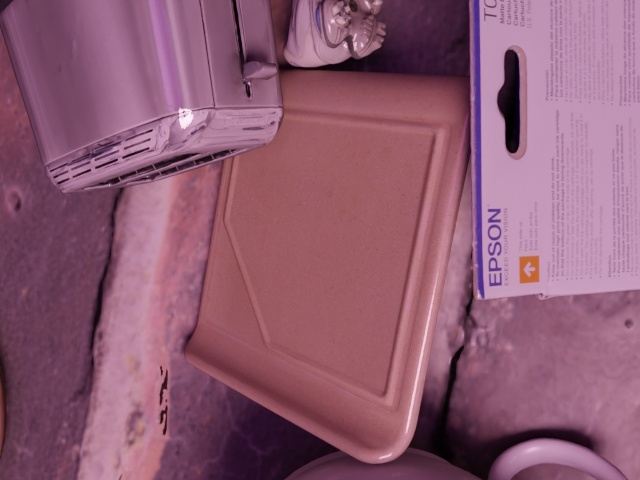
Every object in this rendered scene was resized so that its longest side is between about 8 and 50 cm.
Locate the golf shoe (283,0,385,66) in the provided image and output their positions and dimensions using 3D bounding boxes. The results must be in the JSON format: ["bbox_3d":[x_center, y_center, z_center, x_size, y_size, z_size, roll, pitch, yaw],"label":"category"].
[{"bbox_3d":[0.007,-0.208,0.504,0.086,0.069,0.176,-9,64,50],"label":"golf shoe"}]

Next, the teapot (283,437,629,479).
[{"bbox_3d":[0.044,0.225,0.457,0.256,0.187,0.252,23,117,-16],"label":"teapot"}]

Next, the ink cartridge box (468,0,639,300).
[{"bbox_3d":[0.172,-0.079,0.428,0.224,0.045,0.223,-1,92,-24],"label":"ink cartridge box"}]

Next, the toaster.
[{"bbox_3d":[-0.129,-0.120,0.488,0.227,0.129,0.146,-11,92,35],"label":"toaster"}]

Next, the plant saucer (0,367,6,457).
[{"bbox_3d":[-0.393,0.140,0.607,0.278,0.041,0.277,0,92,11],"label":"plant saucer"}]

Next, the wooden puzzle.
[{"bbox_3d":[0.000,0.000,0.482,0.221,0.044,0.238,16,93,44],"label":"wooden puzzle"}]
